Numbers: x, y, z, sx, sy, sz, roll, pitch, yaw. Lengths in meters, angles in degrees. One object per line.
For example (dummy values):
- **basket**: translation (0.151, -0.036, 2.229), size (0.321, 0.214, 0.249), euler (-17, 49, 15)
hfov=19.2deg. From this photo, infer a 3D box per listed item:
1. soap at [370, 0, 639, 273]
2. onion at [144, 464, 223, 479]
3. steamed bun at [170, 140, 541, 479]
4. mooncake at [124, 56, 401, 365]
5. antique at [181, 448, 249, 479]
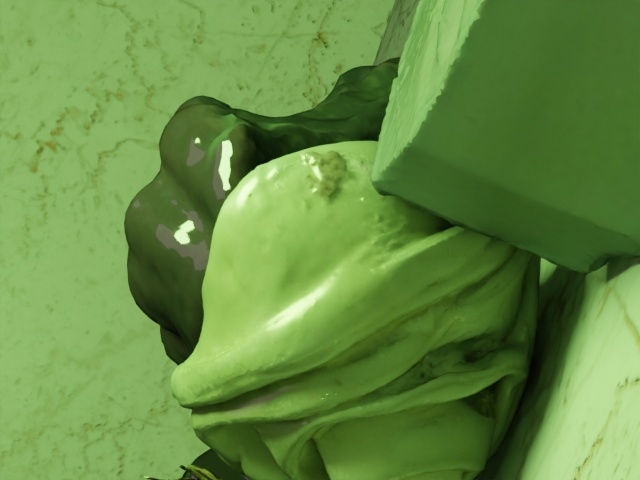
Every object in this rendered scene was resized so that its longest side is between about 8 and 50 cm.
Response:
- **soap**: translation (0.211, -0.198, 1.393), size (0.435, 0.213, 0.350), euler (117, 171, -51)
- **onion**: translation (-0.061, 0.335, 1.601), size (0.232, 0.314, 0.314), euler (-61, 6, 2)
- **steamed bun**: translation (0.059, 0.093, 1.583), size (0.219, 0.309, 0.324), euler (53, 131, 41)
- **mooncake**: translation (0.000, 0.000, 1.786), size (0.212, 0.381, 0.351), euler (35, 122, 45)
- **antique**: translation (-0.045, 0.273, 1.976), size (0.322, 0.185, 0.255), euler (-47, 22, 4)
